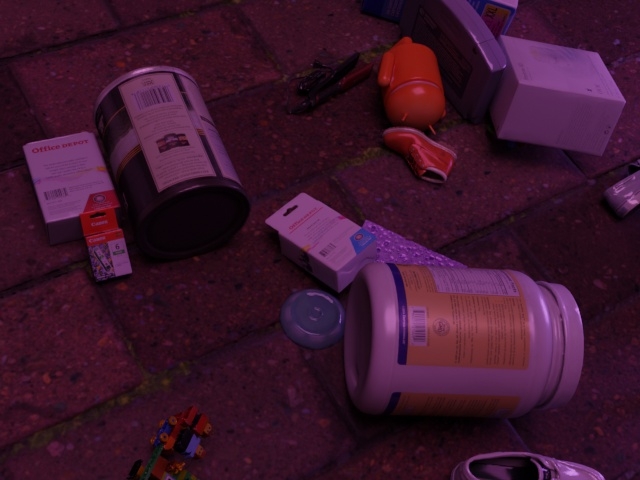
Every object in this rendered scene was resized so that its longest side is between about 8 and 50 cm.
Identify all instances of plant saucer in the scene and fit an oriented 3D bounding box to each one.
[{"bbox_3d":[-0.010,0.129,1.451,0.119,0.021,0.119,6,55,-8],"label":"plant saucer"}]

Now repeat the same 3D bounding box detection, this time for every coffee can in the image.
[{"bbox_3d":[-0.261,-0.135,1.468,0.201,0.201,0.275,-14,60,-21],"label":"coffee can"}]

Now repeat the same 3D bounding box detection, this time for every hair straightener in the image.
[{"bbox_3d":[0.005,-0.333,1.765,0.230,0.047,0.089,-38,71,-26],"label":"hair straightener"}]

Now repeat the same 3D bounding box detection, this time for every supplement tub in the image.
[{"bbox_3d":[0.218,0.160,1.345,0.331,0.241,0.241,4,55,-10],"label":"supplement tub"}]

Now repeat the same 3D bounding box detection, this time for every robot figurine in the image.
[{"bbox_3d":[0.185,-0.314,1.734,0.128,0.158,0.219,-10,56,7],"label":"robot figurine"}]

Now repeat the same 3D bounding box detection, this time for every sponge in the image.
[{"bbox_3d":[0.154,0.053,1.533,0.210,0.031,0.117,25,55,5],"label":"sponge"}]

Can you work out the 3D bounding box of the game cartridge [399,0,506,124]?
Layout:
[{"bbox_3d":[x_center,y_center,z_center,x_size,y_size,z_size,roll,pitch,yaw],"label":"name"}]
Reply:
[{"bbox_3d":[0.274,-0.412,1.777,0.062,0.198,0.297,-21,63,-24],"label":"game cartridge"}]

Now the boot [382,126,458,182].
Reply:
[{"bbox_3d":[0.191,-0.169,1.680,0.158,0.059,0.085,22,59,2],"label":"boot"}]

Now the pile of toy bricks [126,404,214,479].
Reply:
[{"bbox_3d":[-0.207,0.350,1.219,0.105,0.118,0.212,45,42,-20],"label":"pile of toy bricks"}]

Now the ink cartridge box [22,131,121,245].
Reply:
[{"bbox_3d":[-0.434,-0.093,1.479,0.127,0.072,0.175,-15,60,-21],"label":"ink cartridge box"}]

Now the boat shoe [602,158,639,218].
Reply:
[{"bbox_3d":[0.669,-0.132,1.743,0.227,0.079,0.081,-33,73,-26],"label":"boat shoe"}]

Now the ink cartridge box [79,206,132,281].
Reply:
[{"bbox_3d":[-0.360,0.006,1.415,0.062,0.029,0.115,-14,101,-21],"label":"ink cartridge box"}]

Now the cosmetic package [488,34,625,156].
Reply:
[{"bbox_3d":[0.473,-0.303,1.749,0.224,0.138,0.224,8,37,-6],"label":"cosmetic package"}]

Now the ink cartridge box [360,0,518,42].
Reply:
[{"bbox_3d":[0.258,-0.621,1.946,0.395,0.151,0.270,19,54,-1],"label":"ink cartridge box"}]

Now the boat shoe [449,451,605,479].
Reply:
[{"bbox_3d":[0.334,0.378,1.316,0.258,0.084,0.095,2,55,-11],"label":"boat shoe"}]

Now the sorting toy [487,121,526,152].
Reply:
[{"bbox_3d":[0.398,-0.215,1.771,0.102,0.042,0.061,7,38,7],"label":"sorting toy"}]

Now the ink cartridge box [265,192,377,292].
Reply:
[{"bbox_3d":[0.000,0.000,1.498,0.181,0.062,0.104,34,59,31],"label":"ink cartridge box"}]
